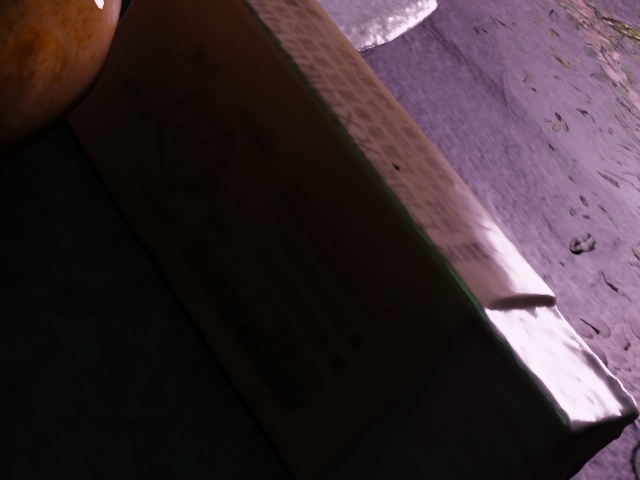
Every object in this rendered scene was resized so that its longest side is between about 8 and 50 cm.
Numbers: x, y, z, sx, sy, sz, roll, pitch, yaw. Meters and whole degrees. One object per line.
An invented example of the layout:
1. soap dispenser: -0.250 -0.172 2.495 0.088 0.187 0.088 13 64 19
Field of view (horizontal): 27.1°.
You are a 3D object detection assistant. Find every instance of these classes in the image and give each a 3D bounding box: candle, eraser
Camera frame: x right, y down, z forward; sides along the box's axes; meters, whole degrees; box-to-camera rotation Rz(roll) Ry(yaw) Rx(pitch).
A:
1. candle: 0.009 -0.196 0.971 0.168 0.068 0.192 24 57 -33
2. eraser: 0.000 0.000 0.674 0.078 0.144 0.343 0 47 -49

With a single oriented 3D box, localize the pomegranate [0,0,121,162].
1. pomegranate: -0.196 -0.126 0.607 0.207 0.207 0.207 26 32 -18
